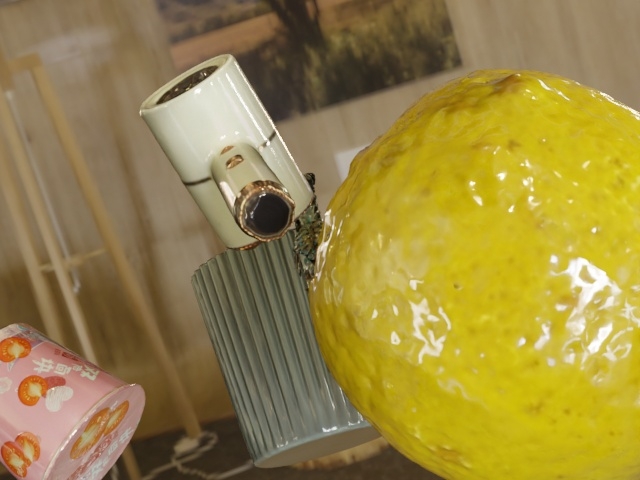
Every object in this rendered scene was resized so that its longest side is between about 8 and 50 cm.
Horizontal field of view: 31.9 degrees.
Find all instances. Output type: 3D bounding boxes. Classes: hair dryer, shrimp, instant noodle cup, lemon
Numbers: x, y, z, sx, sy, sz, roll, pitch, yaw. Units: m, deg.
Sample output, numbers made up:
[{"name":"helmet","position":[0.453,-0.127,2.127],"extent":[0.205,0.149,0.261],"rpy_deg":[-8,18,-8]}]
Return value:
[{"name":"hair dryer","position":[-0.083,-0.069,1.191],"extent":[0.128,0.203,0.362],"rpy_deg":[-31,20,-2]},{"name":"shrimp","position":[0.000,0.000,1.439],"extent":[0.082,0.174,0.076],"rpy_deg":[-14,-10,2]},{"name":"instant noodle cup","position":[-0.441,0.269,1.785],"extent":[0.231,0.243,0.243],"rpy_deg":[33,32,16]},{"name":"lemon","position":[0.173,0.042,0.908],"extent":[0.350,0.387,0.350],"rpy_deg":[-45,-16,-17]}]

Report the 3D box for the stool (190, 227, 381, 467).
[{"name":"stool","position":[-0.033,0.180,1.842],"extent":[0.297,0.330,0.297],"rpy_deg":[-15,-18,-5]}]
